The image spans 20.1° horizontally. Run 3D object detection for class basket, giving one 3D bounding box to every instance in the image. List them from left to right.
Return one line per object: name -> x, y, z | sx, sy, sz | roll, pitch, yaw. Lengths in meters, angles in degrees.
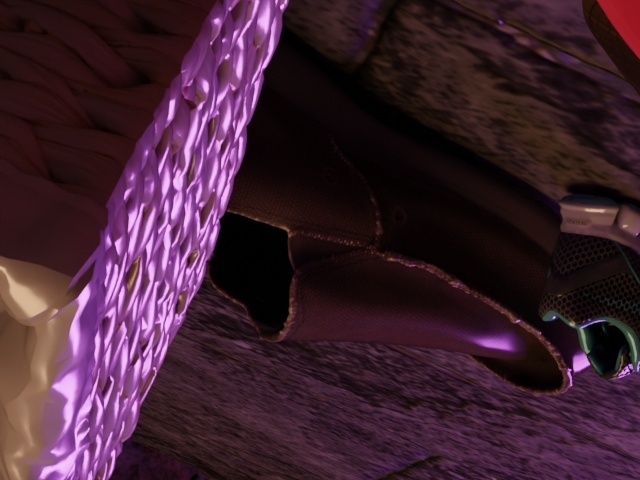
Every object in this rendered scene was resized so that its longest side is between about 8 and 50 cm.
basket -> -0.202, -0.031, 0.680 | 0.328, 0.266, 0.331 | 23, 137, 4

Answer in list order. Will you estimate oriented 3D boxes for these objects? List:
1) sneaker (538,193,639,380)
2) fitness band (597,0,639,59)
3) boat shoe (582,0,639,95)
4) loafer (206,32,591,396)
sneaker -> 0.167, 0.043, 0.942 | 0.166, 0.076, 0.065 | 35, 163, -35
fitness band -> 0.172, -0.081, 0.367 | 0.209, 0.054, 0.291 | -33, 129, 31
boat shoe -> 0.138, -0.070, 0.651 | 0.056, 0.049, 0.152 | 37, 178, 30
loafer -> 0.000, 0.000, 0.948 | 0.366, 0.130, 0.134 | 31, 164, -25
